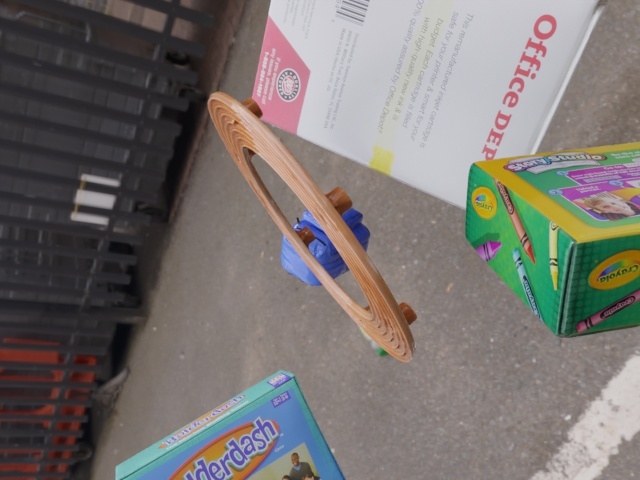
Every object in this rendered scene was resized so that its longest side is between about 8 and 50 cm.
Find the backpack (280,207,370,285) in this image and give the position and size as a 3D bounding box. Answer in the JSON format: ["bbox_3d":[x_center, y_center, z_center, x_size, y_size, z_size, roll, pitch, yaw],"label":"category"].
[{"bbox_3d":[0.000,0.000,0.898,0.098,0.120,0.101,27,133,31],"label":"backpack"}]

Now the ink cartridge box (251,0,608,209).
[{"bbox_3d":[0.127,-0.236,0.815,0.384,0.160,0.279,27,120,17],"label":"ink cartridge box"}]

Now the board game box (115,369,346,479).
[{"bbox_3d":[-0.049,0.240,0.516,0.210,0.160,0.047,65,161,-4],"label":"board game box"}]

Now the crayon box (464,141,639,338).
[{"bbox_3d":[0.280,-0.018,0.504,0.165,0.278,0.081,-114,19,-63],"label":"crayon box"}]

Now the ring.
[{"bbox_3d":[-0.006,-0.015,0.649,0.032,0.337,0.336,-38,32,-8],"label":"ring"}]
